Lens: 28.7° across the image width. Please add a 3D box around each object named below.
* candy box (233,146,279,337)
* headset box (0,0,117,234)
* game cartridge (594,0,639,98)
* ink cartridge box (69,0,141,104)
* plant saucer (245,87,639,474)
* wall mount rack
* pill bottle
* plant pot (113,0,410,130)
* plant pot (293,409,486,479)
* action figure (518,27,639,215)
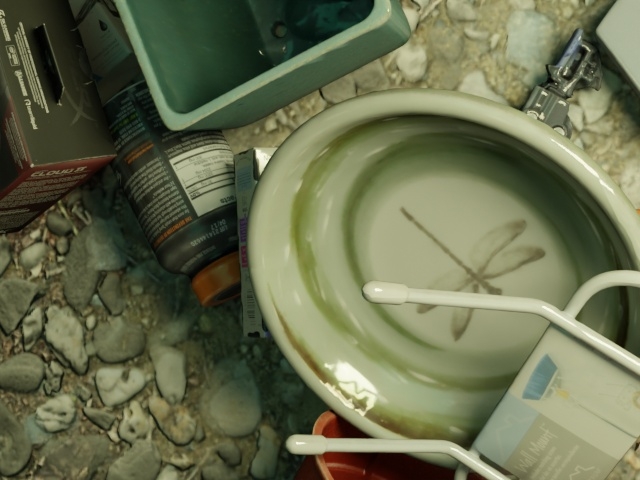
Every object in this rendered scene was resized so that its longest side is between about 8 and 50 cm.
[{"bbox_3d":[0.000,0.000,1.318,0.165,0.070,0.196,-3,87,-22],"label":"candy box"},{"bbox_3d":[-0.353,-0.147,1.401,0.293,0.110,0.218,-27,79,49],"label":"headset box"},{"bbox_3d":[0.431,-0.232,1.218,0.297,0.062,0.198,-35,74,9],"label":"game cartridge"},{"bbox_3d":[-0.293,-0.254,1.478,0.104,0.060,0.180,-38,77,15],"label":"ink cartridge box"},{"bbox_3d":[0.127,0.031,1.155,0.400,0.100,0.400,13,125,20],"label":"plant saucer"},{"bbox_3d":[0.154,0.157,1.071,0.304,0.130,0.350,31,129,8],"label":"wall mount rack"},{"bbox_3d":[-0.145,-0.051,1.384,0.130,0.130,0.245,-31,79,16],"label":"pill bottle"},{"bbox_3d":[-0.047,-0.260,1.291,0.248,0.252,0.247,-26,81,16],"label":"plant pot"},{"bbox_3d":[0.041,0.355,1.254,0.272,0.272,0.265,38,109,16],"label":"plant pot"},{"bbox_3d":[0.231,-0.037,1.234,0.330,0.178,0.341,22,99,8],"label":"action figure"}]
